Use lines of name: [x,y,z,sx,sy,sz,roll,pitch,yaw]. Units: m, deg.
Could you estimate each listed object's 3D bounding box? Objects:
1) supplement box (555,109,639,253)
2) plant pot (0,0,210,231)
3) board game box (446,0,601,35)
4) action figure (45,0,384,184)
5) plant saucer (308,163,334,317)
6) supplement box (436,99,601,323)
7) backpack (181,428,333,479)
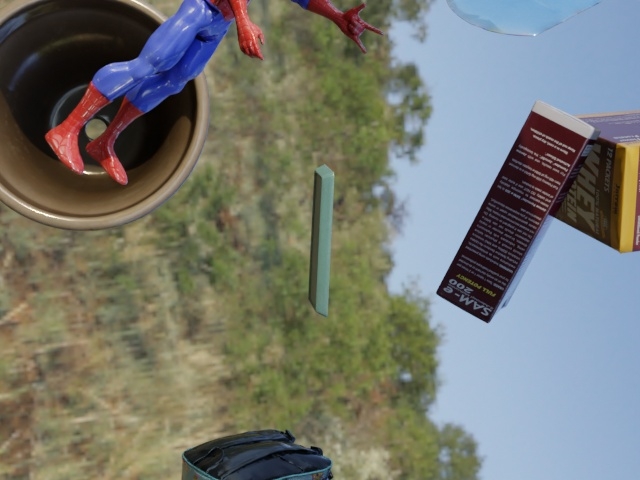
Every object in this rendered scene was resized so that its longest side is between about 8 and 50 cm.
supplement box: [0.407,-0.081,1.322,0.194,0.191,0.129,-135,-138,-67]
plant pot: [-0.264,-0.136,1.214,0.229,0.263,0.263,172,-89,-80]
board game box: [0.223,-0.258,1.174,0.133,0.169,0.033,41,-31,36]
action figure: [-0.071,-0.138,0.806,0.139,0.280,0.091,44,14,20]
plant saucer: [0.000,0.000,1.389,0.067,0.018,0.192,-128,-139,-72]
supplement box: [0.224,-0.034,1.197,0.239,0.073,0.130,-64,166,12]
backpack: [-0.100,0.343,1.467,0.166,0.188,0.144,21,-79,48]
